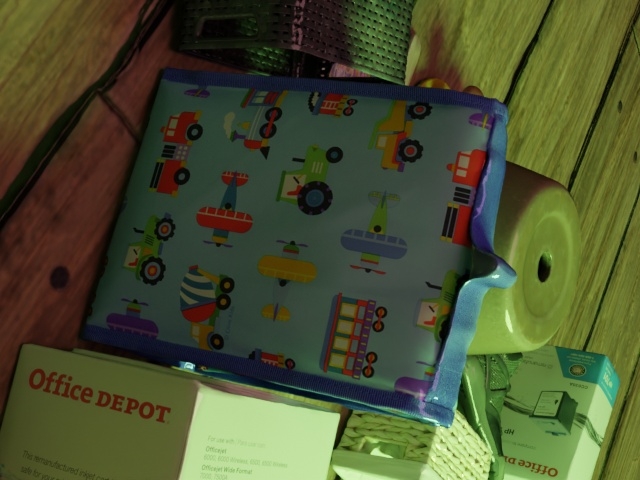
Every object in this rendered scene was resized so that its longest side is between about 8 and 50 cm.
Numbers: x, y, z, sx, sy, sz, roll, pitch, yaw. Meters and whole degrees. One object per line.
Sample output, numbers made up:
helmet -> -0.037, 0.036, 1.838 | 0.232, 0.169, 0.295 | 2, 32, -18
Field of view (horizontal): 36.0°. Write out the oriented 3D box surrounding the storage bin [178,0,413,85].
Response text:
storage bin -> -0.016, -0.180, 0.807 | 0.180, 0.122, 0.084 | 3, 93, -55

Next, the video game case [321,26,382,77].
video game case -> 0.033, -0.150, 0.976 | 0.122, 0.011, 0.087 | 42, 61, -49

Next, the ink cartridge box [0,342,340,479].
ink cartridge box -> -0.118, 0.205, 0.681 | 0.168, 0.171, 0.232 | 24, 76, -53

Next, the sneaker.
sneaker -> 0.200, 0.198, 1.198 | 0.130, 0.087, 0.227 | -33, 116, -40

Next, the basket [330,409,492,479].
basket -> 0.104, 0.233, 1.047 | 0.167, 0.113, 0.103 | 50, 54, -46

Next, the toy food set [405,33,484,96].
toy food set -> 0.151, -0.112, 1.095 | 0.218, 0.071, 0.128 | 52, 54, -44

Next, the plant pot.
plant pot -> 0.103, 0.005, 0.901 | 0.263, 0.229, 0.262 | -14, 108, -50

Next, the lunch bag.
lunch bag -> 0.000, 0.000, 0.710 | 0.138, 0.293, 0.220 | 29, 72, -52

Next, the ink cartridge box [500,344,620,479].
ink cartridge box -> 0.292, 0.237, 1.285 | 0.082, 0.140, 0.190 | 54, 53, -45
